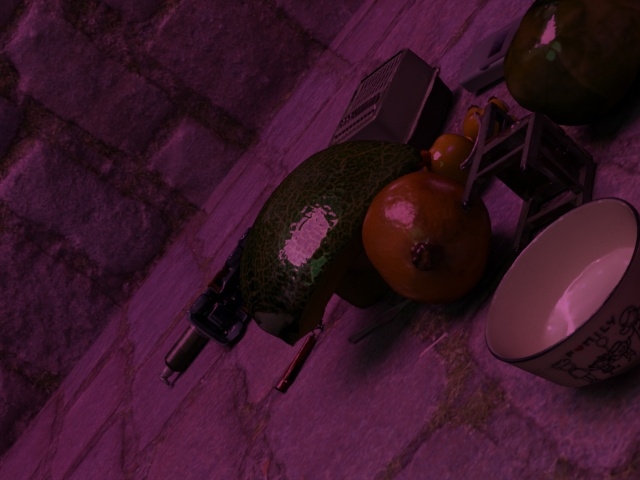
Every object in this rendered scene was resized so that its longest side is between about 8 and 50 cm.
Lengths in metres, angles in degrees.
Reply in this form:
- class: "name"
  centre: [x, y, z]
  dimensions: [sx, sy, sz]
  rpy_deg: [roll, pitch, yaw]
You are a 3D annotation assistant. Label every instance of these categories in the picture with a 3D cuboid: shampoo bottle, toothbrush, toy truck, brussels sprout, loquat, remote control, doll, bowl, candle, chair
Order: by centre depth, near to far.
- class: "bowl"
  centre: [0.319, 0.076, 1.180]
  dimensions: [0.238, 0.126, 0.238]
  rpy_deg: [-46, 18, 20]
- class: "chair"
  centre: [0.330, -0.129, 1.546]
  dimensions: [0.147, 0.136, 0.270]
  rpy_deg: [-35, 23, 42]
- class: "loquat"
  centre: [0.169, 0.001, 1.562]
  dimensions: [0.213, 0.213, 0.246]
  rpy_deg: [-47, 4, 17]
- class: "brussels sprout"
  centre: [0.415, -0.301, 1.565]
  dimensions: [0.271, 0.210, 0.219]
  rpy_deg: [-46, -11, -49]
- class: "toothbrush"
  centre: [0.116, 0.135, 1.776]
  dimensions: [0.204, 0.017, 0.022]
  rpy_deg: [-37, 3, 39]
- class: "doll"
  centre: [0.258, -0.149, 1.803]
  dimensions: [0.221, 0.143, 0.135]
  rpy_deg: [-47, 16, -22]
- class: "candle"
  centre: [-0.037, 0.227, 1.982]
  dimensions: [0.026, 0.021, 0.167]
  rpy_deg: [1, 53, 57]
- class: "remote control"
  centre: [0.404, -0.403, 2.036]
  dimensions: [0.296, 0.056, 0.140]
  rpy_deg: [-23, 35, 55]
- class: "toy truck"
  centre: [-0.206, 0.107, 2.473]
  dimensions: [0.305, 0.136, 0.162]
  rpy_deg: [-54, 10, -14]
- class: "shampoo bottle"
  centre: [-0.352, 0.284, 2.613]
  dimensions: [0.204, 0.065, 0.065]
  rpy_deg: [-52, 17, 1]

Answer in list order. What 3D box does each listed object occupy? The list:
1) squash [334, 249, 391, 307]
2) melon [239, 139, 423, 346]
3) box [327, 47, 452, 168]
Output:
- class: "squash"
  centre: [0.012, 0.023, 1.864]
  dimensions: [0.169, 0.252, 0.093]
  rpy_deg: [-38, 24, 39]
- class: "melon"
  centre: [0.000, 0.000, 1.741]
  dimensions: [0.331, 0.226, 0.343]
  rpy_deg: [-3, 34, 38]
- class: "box"
  centre: [0.157, -0.265, 2.209]
  dimensions: [0.220, 0.166, 0.290]
  rpy_deg: [-32, 26, 49]
